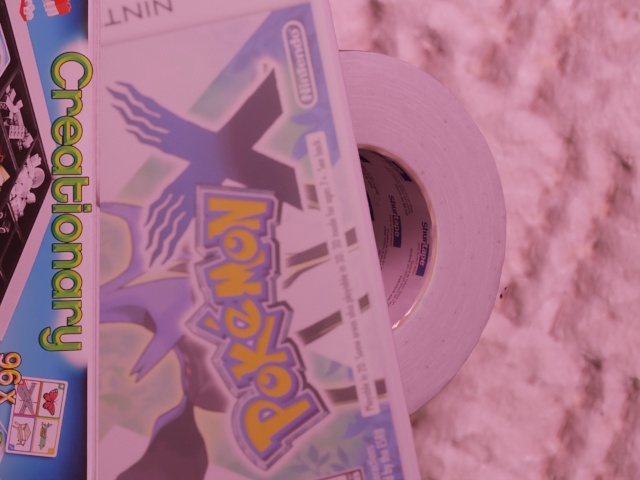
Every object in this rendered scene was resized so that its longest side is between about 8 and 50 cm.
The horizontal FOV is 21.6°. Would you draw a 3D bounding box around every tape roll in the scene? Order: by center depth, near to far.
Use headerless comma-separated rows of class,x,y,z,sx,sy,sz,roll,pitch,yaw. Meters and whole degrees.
tape roll,0.000,0.000,0.959,0.219,0.072,0.219,-4,98,-33

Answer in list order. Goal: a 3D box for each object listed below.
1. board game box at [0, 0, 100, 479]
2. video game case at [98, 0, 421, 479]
board game box,-0.198,-0.021,0.765,0.193,0.053,0.305,0,106,-11
video game case,-0.119,0.024,0.846,0.300,0.036,0.329,-13,104,-8
